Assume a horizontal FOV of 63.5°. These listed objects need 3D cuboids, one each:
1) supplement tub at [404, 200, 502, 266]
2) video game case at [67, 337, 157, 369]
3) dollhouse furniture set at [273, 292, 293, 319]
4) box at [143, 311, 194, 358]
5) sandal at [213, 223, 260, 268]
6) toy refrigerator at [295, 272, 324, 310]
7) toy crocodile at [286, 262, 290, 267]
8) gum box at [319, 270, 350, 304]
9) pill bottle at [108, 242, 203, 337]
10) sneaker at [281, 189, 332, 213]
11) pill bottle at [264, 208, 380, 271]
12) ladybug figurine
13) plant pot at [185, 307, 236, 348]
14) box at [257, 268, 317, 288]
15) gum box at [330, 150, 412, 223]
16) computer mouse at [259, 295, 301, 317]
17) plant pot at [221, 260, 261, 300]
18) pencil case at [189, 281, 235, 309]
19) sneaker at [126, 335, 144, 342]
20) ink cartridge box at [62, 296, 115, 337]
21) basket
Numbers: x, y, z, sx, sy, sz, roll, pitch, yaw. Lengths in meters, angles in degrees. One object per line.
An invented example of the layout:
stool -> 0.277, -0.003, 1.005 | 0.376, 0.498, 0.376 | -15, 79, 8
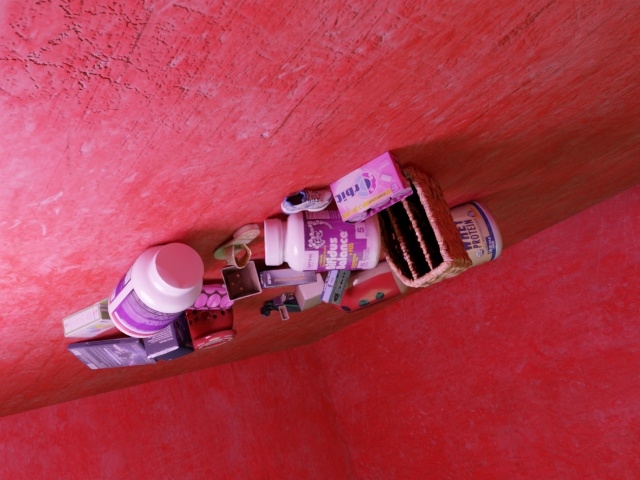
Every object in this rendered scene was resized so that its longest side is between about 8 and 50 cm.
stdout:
supplement tub -> 0.469, 0.005, 1.888 | 0.316, 0.228, 0.228 | -19, 163, -3
video game case -> -0.793, 0.436, 1.990 | 0.274, 0.026, 0.196 | -7, 143, 3
dollhouse furniture set -> -0.145, 0.288, 2.308 | 0.091, 0.114, 0.081 | -9, 156, -24
box -> -0.512, 0.281, 1.708 | 0.108, 0.207, 0.153 | -20, 163, 1
sandal -> -0.234, 0.038, 1.471 | 0.088, 0.079, 0.240 | -7, 159, -36
toy refrigerator -> -0.047, 0.225, 2.258 | 0.102, 0.094, 0.269 | -20, 166, -11
toy crocodile -> 0.014, 0.019, 1.640 | 0.115, 0.105, 0.341 | -1, 156, -47
gum box -> 0.063, 0.183, 2.144 | 0.041, 0.156, 0.184 | 16, 174, 20
pill bottle -> -0.429, 0.129, 1.365 | 0.182, 0.181, 0.323 | -5, 159, -40
sneaker -> -0.032, -0.102, 1.304 | 0.135, 0.052, 0.058 | -16, 159, -12
pill bottle -> 0.000, 0.000, 1.408 | 0.302, 0.169, 0.169 | -2, 161, -6
ladybug figurine -> 0.229, 0.220, 2.418 | 0.450, 0.161, 0.305 | -22, 163, 11
plant pot -> -0.421, 0.313, 1.978 | 0.191, 0.174, 0.191 | -17, 165, -5
box -> -0.138, 0.134, 1.791 | 0.183, 0.056, 0.231 | -3, 174, -22
gum box -> 0.129, -0.131, 1.290 | 0.188, 0.107, 0.062 | -28, 161, 27
computer mouse -> -0.144, 0.314, 2.457 | 0.272, 0.072, 0.188 | -13, 161, -20
plant pot -> -0.265, 0.136, 1.720 | 0.109, 0.108, 0.096 | -15, 176, -13
pencil case -> -0.386, 0.183, 1.744 | 0.098, 0.095, 0.209 | -39, 154, 32
sneaker -> -0.670, 0.387, 2.058 | 0.276, 0.097, 0.135 | -34, 156, 36
ink cartridge box -> -0.694, 0.243, 1.637 | 0.209, 0.062, 0.109 | -25, 162, 16
basket -> 0.251, -0.023, 1.437 | 0.214, 0.299, 0.223 | -26, 165, 26
